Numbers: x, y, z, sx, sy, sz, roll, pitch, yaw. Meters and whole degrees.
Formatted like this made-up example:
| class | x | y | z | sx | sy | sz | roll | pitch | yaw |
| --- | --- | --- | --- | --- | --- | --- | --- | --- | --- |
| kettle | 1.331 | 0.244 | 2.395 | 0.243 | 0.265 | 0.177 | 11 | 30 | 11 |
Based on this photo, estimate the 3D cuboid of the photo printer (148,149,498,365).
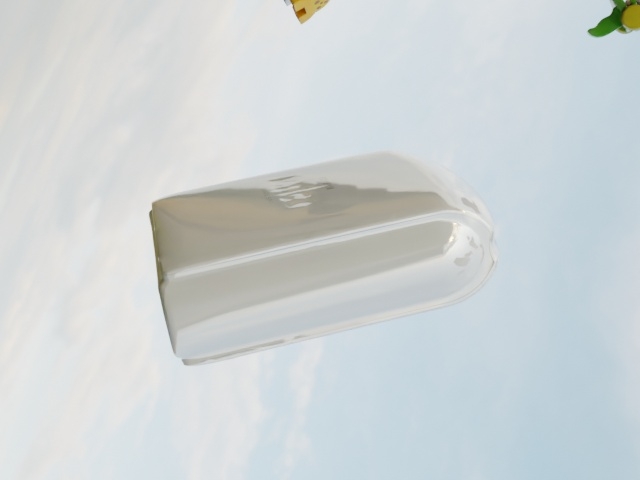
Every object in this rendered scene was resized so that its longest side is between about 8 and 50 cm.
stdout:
| class | x | y | z | sx | sy | sz | roll | pitch | yaw |
| --- | --- | --- | --- | --- | --- | --- | --- | --- | --- |
| photo printer | 0.000 | 0.000 | 0.898 | 0.256 | 0.307 | 0.107 | -123 | -159 | -70 |

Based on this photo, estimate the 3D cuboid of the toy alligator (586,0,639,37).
| class | x | y | z | sx | sy | sz | roll | pitch | yaw |
| --- | --- | --- | --- | --- | --- | --- | --- | --- | --- |
| toy alligator | 0.400 | -0.273 | 1.106 | 0.056 | 0.189 | 0.051 | -48 | 128 | -79 |

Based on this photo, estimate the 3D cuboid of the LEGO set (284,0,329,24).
| class | x | y | z | sx | sy | sz | roll | pitch | yaw |
| --- | --- | --- | --- | --- | --- | --- | --- | --- | --- |
| LEGO set | -0.007 | -0.332 | 1.152 | 0.093 | 0.087 | 0.227 | -29 | 168 | 1 |
